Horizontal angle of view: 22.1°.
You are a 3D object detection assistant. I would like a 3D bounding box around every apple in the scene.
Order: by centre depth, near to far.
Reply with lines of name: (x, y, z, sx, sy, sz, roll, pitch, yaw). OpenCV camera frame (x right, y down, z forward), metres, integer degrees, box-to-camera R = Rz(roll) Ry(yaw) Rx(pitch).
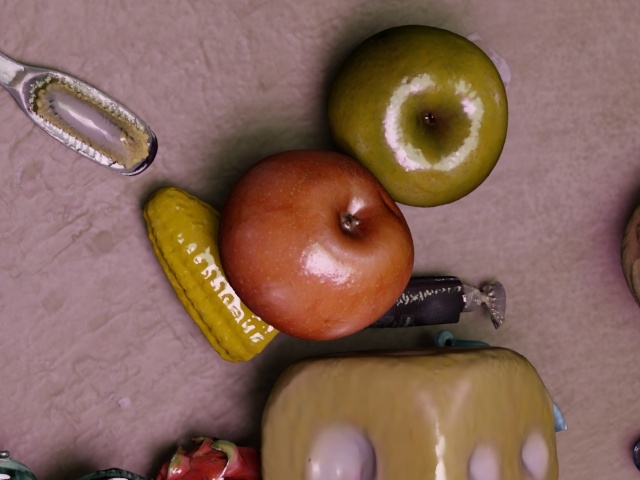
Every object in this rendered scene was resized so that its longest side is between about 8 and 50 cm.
apple: (0.000, 0.000, 1.661, 0.201, 0.162, 0.201, 14, 67, -35)
apple: (0.102, -0.135, 1.745, 0.196, 0.157, 0.196, -3, 99, -20)

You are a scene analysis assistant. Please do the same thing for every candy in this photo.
candy: (-0.115, 0.027, 1.730, 0.106, 0.094, 0.199, -39, 105, -5)

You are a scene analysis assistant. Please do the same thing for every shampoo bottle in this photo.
shampoo bottle: (0.111, 0.071, 1.839, 0.208, 0.057, 0.063, -2, 99, -20)

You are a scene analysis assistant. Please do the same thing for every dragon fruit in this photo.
dragon fruit: (-0.076, 0.293, 1.770, 0.236, 0.135, 0.137, 27, 86, -27)

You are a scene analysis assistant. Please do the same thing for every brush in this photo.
brush: (-0.285, -0.150, 1.650, 0.297, 0.060, 0.068, 31, 90, -23)

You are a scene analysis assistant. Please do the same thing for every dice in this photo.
dice: (0.094, 0.225, 1.703, 0.233, 0.238, 0.226, 0, 88, -53)

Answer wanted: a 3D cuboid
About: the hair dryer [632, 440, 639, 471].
hair dryer: (0.474, 0.232, 2.020, 0.167, 0.067, 0.199, 41, 69, -31)

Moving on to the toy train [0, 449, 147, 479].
toy train: (-0.289, 0.343, 1.649, 0.299, 0.167, 0.238, 12, 127, -20)

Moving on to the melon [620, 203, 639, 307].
melon: (0.504, 0.033, 1.878, 0.329, 0.248, 0.248, 12, 95, -18)

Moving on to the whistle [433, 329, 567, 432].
whistle: (0.191, 0.216, 1.879, 0.186, 0.093, 0.274, -44, 117, -35)
